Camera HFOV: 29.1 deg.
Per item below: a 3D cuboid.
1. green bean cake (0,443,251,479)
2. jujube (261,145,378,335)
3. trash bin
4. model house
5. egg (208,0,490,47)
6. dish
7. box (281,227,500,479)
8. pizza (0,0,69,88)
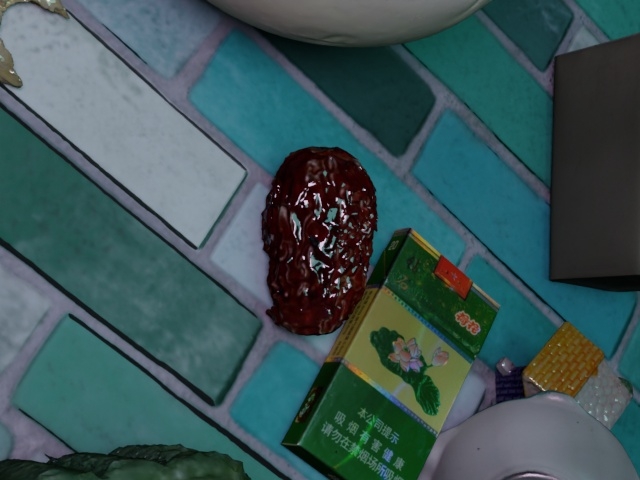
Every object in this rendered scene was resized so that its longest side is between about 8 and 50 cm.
[{"bbox_3d":[-0.185,0.306,0.854,0.300,0.169,0.307,-3,85,-30],"label":"green bean cake"},{"bbox_3d":[0.004,0.000,1.070,0.104,0.104,0.165,0,89,-33],"label":"jujube"},{"bbox_3d":[0.319,-0.073,1.248,0.122,0.164,0.240,10,82,-31],"label":"trash bin"},{"bbox_3d":[0.227,0.140,1.196,0.088,0.101,0.100,-46,105,-31],"label":"model house"},{"bbox_3d":[0.004,-0.299,0.993,0.345,0.283,0.283,3,83,-25],"label":"egg"},{"bbox_3d":[0.187,0.260,1.108,0.224,0.078,0.246,14,97,7],"label":"dish"},{"bbox_3d":[0.070,0.120,1.133,0.132,0.034,0.235,40,65,-22],"label":"box"},{"bbox_3d":[-0.298,-0.230,0.935,0.181,0.034,0.262,-45,109,-29],"label":"pizza"}]
